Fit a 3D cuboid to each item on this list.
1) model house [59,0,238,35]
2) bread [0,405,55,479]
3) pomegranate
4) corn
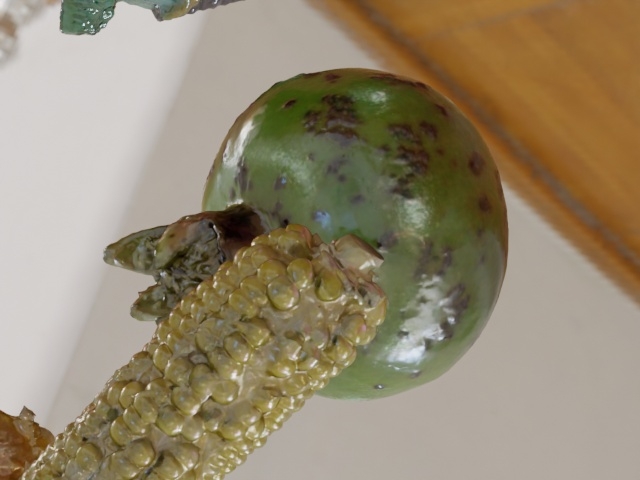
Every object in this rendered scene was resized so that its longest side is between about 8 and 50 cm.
[{"bbox_3d":[-0.125,-0.336,1.896,0.248,0.230,0.280,15,145,-3],"label":"model house"},{"bbox_3d":[-0.402,0.268,1.602,0.279,0.279,0.207,19,160,-2],"label":"bread"},{"bbox_3d":[0.000,0.000,1.107,0.263,0.211,0.211,-11,175,-39],"label":"pomegranate"},{"bbox_3d":[-0.081,0.099,0.920,0.086,0.288,0.086,44,-174,-6],"label":"corn"}]
